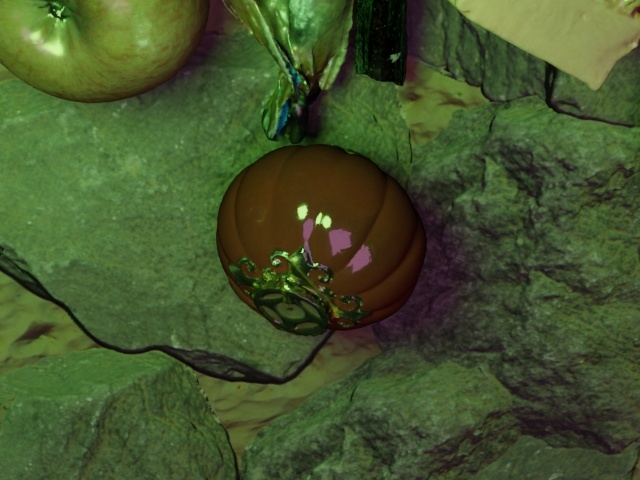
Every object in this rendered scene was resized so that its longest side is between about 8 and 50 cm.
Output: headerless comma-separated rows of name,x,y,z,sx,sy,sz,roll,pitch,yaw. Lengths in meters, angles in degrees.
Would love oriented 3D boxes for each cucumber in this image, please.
cucumber,0.082,-0.306,1.872,0.074,0.074,0.241,-7,138,-5

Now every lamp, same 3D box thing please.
lamp,0.000,0.000,1.961,0.303,0.257,0.303,15,149,10

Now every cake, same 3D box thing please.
cake,0.307,-0.402,1.752,0.293,0.314,0.306,28,111,-24

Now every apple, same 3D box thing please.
apple,-0.295,-0.330,1.719,0.345,0.269,0.344,-4,122,-6

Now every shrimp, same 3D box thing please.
shrimp,-0.055,-0.335,1.856,0.221,0.110,0.445,-2,117,-1
